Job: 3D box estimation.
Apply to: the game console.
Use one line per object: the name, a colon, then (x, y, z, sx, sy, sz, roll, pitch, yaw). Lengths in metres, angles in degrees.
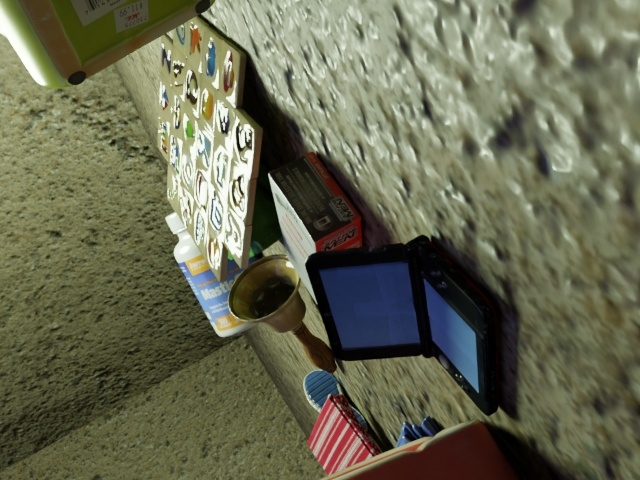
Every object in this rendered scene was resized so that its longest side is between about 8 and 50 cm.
game console: (0.064, 0.073, 0.518, 0.124, 0.085, 0.144, 51, 165, 42)

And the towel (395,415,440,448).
towel: (0.188, 0.368, 0.788, 0.336, 0.040, 0.243, 56, 168, 22)

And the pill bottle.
pill bottle: (-0.205, 0.047, 1.407, 0.272, 0.152, 0.152, 63, 168, -10)

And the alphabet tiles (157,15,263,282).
alphabet tiles: (-0.150, -0.126, 0.852, 0.342, 0.011, 0.285, 48, 137, 47)

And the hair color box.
hair color box: (0.000, 0.000, 0.696, 0.093, 0.053, 0.167, 56, 168, 28)

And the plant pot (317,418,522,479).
plant pot: (0.090, 0.295, 0.554, 0.275, 0.275, 0.243, 99, 149, -71)

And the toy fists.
toy fists: (-0.123, -0.055, 0.989, 0.142, 0.096, 0.279, 55, 167, -8)

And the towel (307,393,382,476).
towel: (0.081, 0.406, 1.146, 0.275, 0.031, 0.198, 50, 144, 26)

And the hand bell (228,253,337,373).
hand bell: (-0.033, 0.144, 1.112, 0.242, 0.126, 0.126, 54, 175, -40)

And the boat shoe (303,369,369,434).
boat shoe: (0.027, 0.315, 1.267, 0.183, 0.066, 0.066, 48, 163, 48)

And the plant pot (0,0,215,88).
plant pot: (-0.219, -0.280, 0.577, 0.207, 0.228, 0.227, 52, 166, 14)
